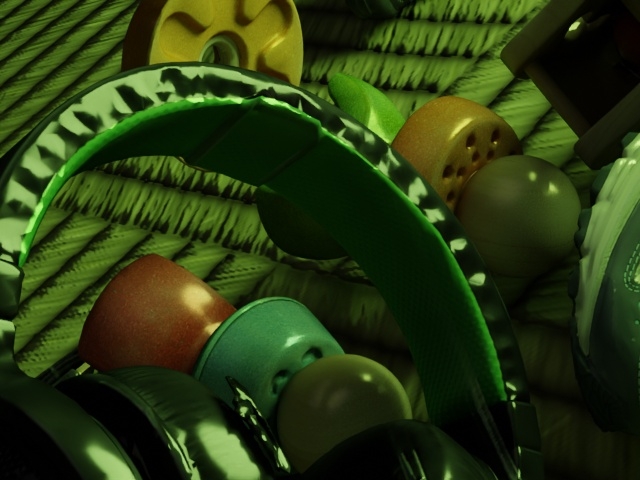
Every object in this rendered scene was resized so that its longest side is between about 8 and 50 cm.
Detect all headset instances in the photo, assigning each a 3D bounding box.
[{"bbox_3d":[-0.005,0.111,0.469,0.185,0.243,0.394,-31,52,45],"label":"headset"}]

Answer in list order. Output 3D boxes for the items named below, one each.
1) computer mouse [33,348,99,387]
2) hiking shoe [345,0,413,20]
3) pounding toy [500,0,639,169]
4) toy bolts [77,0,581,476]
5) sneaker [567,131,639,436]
[{"bbox_3d":[-0.197,0.132,0.747,0.071,0.041,0.242,7,44,42],"label":"computer mouse"},{"bbox_3d":[0.098,-0.234,1.028,0.114,0.086,0.227,1,40,42],"label":"hiking shoe"},{"bbox_3d":[0.158,-0.146,0.730,0.154,0.269,0.155,-33,76,-14],"label":"pounding toy"},{"bbox_3d":[0.000,0.000,0.672,0.158,0.218,0.228,17,69,40],"label":"toy bolts"},{"bbox_3d":[0.214,-0.019,0.615,0.122,0.110,0.283,18,52,44],"label":"sneaker"}]
